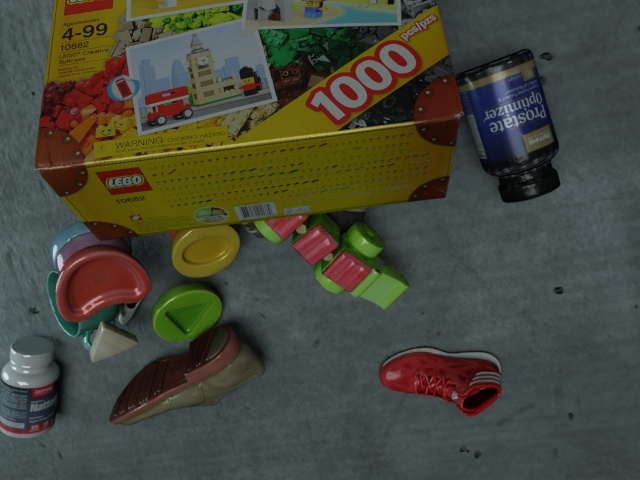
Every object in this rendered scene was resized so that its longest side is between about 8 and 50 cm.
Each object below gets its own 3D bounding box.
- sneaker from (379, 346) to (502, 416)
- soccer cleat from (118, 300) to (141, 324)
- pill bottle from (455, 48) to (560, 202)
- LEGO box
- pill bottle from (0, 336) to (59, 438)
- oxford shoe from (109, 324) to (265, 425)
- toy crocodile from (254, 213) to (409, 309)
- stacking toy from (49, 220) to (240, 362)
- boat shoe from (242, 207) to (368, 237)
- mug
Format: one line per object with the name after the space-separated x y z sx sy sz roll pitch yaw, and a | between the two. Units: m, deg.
0.211 0.250 1.122 0.221 0.128 0.086 -9 103 11 | sneaker
-0.372 0.132 1.232 0.029 0.035 0.083 37 107 -2 | soccer cleat
0.302 -0.177 1.001 0.123 0.123 0.219 -19 101 13 | pill bottle
-0.093 -0.231 0.879 0.501 0.193 0.372 -8 64 1 | LEGO box
-0.582 0.291 1.268 0.108 0.108 0.180 13 106 5 | pill bottle
-0.262 0.291 1.215 0.348 0.123 0.130 -29 122 25 | oxford shoe
0.000 0.000 1.001 0.341 0.105 0.115 40 113 -18 | toy crocodile
-0.314 0.058 1.134 0.309 0.130 0.279 -13 135 -24 | stacking toy
-0.094 -0.067 1.088 0.356 0.132 0.130 14 108 6 | boat shoe
-0.437 0.117 1.195 0.130 0.097 0.157 17 118 42 | mug
